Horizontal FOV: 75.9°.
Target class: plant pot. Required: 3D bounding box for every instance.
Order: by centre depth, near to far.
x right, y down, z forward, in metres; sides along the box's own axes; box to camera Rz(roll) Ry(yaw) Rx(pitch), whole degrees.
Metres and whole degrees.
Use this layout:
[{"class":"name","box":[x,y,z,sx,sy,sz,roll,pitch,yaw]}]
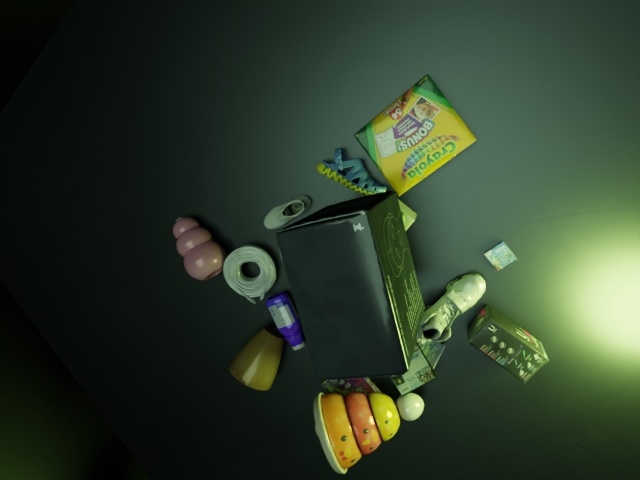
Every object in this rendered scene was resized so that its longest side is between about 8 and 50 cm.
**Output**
[{"class":"plant pot","box":[-0.288,0.561,2.029,0.237,0.237,0.254,30,95,9]}]

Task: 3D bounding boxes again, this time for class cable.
[{"class":"cable","box":[-0.338,0.146,1.993,0.257,0.089,0.257,33,103,-3]}]

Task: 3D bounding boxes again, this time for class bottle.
[{"class":"bottle","box":[-0.161,0.395,2.006,0.118,0.092,0.282,-24,95,15]}]

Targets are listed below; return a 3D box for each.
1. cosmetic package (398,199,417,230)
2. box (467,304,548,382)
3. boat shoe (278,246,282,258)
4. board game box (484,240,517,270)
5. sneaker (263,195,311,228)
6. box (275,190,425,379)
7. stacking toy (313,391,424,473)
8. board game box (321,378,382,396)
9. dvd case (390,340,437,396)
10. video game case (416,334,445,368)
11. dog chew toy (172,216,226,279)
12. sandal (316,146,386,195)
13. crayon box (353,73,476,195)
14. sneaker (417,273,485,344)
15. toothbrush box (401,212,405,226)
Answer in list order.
[{"class":"cosmetic package","box":[0.266,-0.015,1.745,0.113,0.160,0.309,38,109,6]},{"class":"box","box":[0.758,0.417,1.682,0.270,0.165,0.143,35,110,7]},{"class":"boat shoe","box":[-0.150,0.063,1.947,0.076,0.083,0.226,5,110,47]},{"class":"board game box","box":[0.739,0.064,1.687,0.090,0.020,0.090,-40,87,21]},{"class":"sneaker","box":[-0.166,-0.130,1.891,0.258,0.091,0.094,-31,91,21]},{"class":"box","box":[0.131,0.118,1.353,0.298,0.472,0.479,-12,99,20]},{"class":"stacking toy","box":[0.232,0.796,1.852,0.480,0.350,0.350,-22,95,4]},{"class":"board game box","box":[0.191,0.770,2.005,0.208,0.056,0.347,-43,87,17]},{"class":"dvd case","box":[0.376,0.539,1.801,0.180,0.022,0.253,-31,97,3]},{"class":"video game case","box":[0.434,0.514,1.820,0.173,0.022,0.190,23,97,-4]},{"class":"dog chew toy","box":[-0.607,0.028,2.016,0.207,0.207,0.331,-36,82,21]},{"class":"sandal","box":[0.141,-0.291,1.746,0.317,0.126,0.138,29,105,8]},{"class":"crayon box","box":[0.375,-0.413,1.649,0.363,0.106,0.313,-37,89,21]},{"class":"sneaker","box":[0.535,0.295,1.701,0.137,0.210,0.366,46,111,3]},{"class":"toothbrush box","box":[0.230,0.039,1.621,0.206,0.122,0.283,0,104,17]}]
